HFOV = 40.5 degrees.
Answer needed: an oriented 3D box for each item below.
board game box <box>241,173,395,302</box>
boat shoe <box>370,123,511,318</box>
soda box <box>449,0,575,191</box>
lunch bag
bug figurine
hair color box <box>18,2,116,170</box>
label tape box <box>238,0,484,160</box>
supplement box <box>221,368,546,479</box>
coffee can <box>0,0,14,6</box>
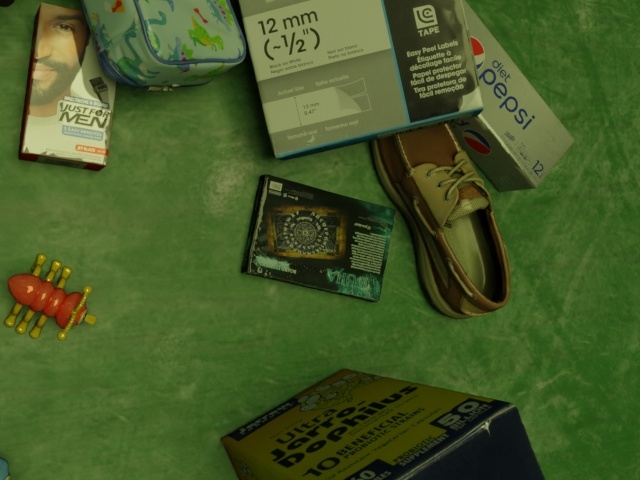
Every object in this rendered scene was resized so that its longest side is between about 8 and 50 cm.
[{"bbox_3d":[0.000,0.000,1.095,0.186,0.026,0.126,14,82,-23],"label":"board game box"},{"bbox_3d":[0.170,-0.053,1.122,0.123,0.120,0.324,-25,98,-23],"label":"boat shoe"},{"bbox_3d":[0.207,-0.200,1.162,0.286,0.091,0.098,46,73,-15],"label":"soda box"},{"bbox_3d":[-0.181,-0.277,0.958,0.176,0.090,0.219,-20,89,-54],"label":"lunch bag"},{"bbox_3d":[-0.370,0.129,0.900,0.216,0.072,0.279,26,78,-21],"label":"bug figurine"},{"bbox_3d":[-0.278,-0.168,0.965,0.093,0.053,0.167,7,83,-24],"label":"hair color box"},{"bbox_3d":[0.031,-0.290,1.021,0.249,0.115,0.347,-13,95,6],"label":"label tape box"},{"bbox_3d":[0.064,0.278,0.929,0.194,0.356,0.195,-26,98,-23],"label":"supplement box"},{"bbox_3d":[-0.428,-0.336,0.805,0.275,0.201,0.201,-1,88,-32],"label":"coffee can"}]
